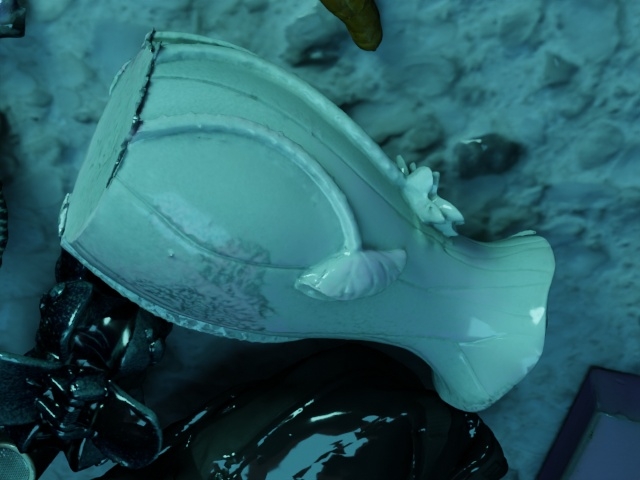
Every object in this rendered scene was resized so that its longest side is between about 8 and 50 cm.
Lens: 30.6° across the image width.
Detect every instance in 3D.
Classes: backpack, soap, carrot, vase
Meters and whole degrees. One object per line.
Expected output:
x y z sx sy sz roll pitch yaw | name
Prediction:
-0.023 0.285 1.262 0.445 0.255 0.363 -40 142 19 | backpack
0.352 0.271 1.331 0.181 0.081 0.259 11 127 -3 | soap
-0.002 -0.254 0.988 0.059 0.059 0.248 -17 126 19 | carrot
0.000 0.000 1.069 0.445 0.250 0.250 24 127 -21 | vase

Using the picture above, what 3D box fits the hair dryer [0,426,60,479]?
-0.381 0.158 1.342 0.070 0.128 0.255 -25 99 17 | hair dryer

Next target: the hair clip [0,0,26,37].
-0.366 -0.214 1.068 0.195 0.052 0.124 15 122 2 | hair clip

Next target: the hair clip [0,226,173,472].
-0.237 0.114 1.202 0.194 0.206 0.310 20 127 -9 | hair clip

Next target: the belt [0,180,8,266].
-0.411 -0.043 1.121 0.206 0.160 0.295 -21 140 -15 | belt
